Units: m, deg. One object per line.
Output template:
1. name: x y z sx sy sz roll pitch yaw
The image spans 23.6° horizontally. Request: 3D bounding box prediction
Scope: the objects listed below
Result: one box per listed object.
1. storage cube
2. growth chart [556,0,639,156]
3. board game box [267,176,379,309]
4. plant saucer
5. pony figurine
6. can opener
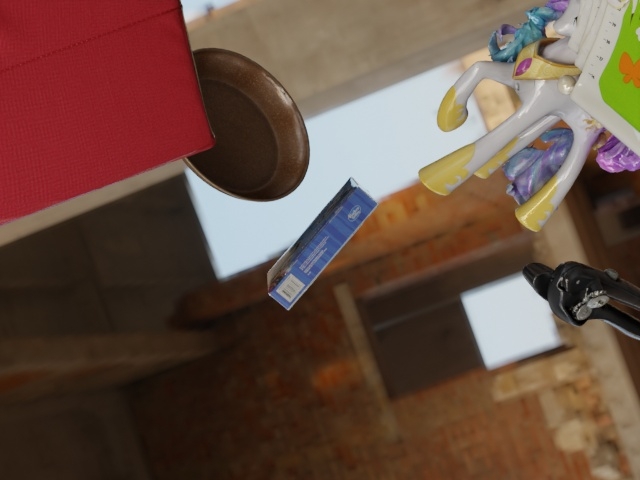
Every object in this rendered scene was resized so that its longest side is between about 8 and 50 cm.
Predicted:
1. storage cube: -0.196 -0.130 0.903 0.215 0.193 0.183 42 150 55
2. growth chart: 0.240 -0.166 1.123 0.172 0.021 0.237 40 140 42
3. board game box: 0.000 0.000 1.012 0.020 0.090 0.090 40 -177 -5
4. plant saucer: -0.102 -0.126 1.745 0.199 0.036 0.198 21 -127 -31
5. pony figurine: 0.338 -0.179 1.946 0.351 0.363 0.302 19 -145 -38
6. can opener: 0.269 0.055 1.424 0.186 0.059 0.073 18 -151 -38
